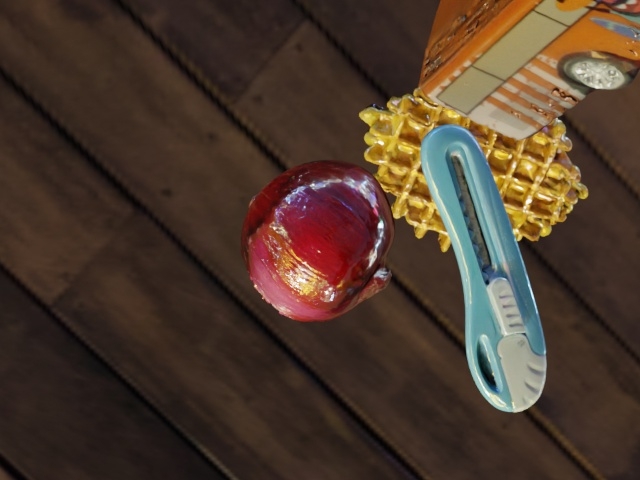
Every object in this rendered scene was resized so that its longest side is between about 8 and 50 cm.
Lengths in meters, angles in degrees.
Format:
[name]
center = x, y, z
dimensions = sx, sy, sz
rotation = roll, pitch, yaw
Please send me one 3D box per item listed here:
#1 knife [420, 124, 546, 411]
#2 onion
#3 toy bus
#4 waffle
[knife]
center = 0.122, 0.021, 1.239
dimensions = 0.064, 0.031, 0.222
rotation = -18, 96, -15
[onion]
center = 0.000, 0.000, 1.275
dimensions = 0.131, 0.131, 0.131
rotation = 1, 88, -25
[toy bus]
center = 0.170, -0.159, 0.836
dimensions = 0.092, 0.409, 0.093
rotation = 21, 67, -13
[waffle]
center = 0.168, -0.084, 1.827
dimensions = 0.232, 0.228, 0.051
rotation = 59, 28, -30
